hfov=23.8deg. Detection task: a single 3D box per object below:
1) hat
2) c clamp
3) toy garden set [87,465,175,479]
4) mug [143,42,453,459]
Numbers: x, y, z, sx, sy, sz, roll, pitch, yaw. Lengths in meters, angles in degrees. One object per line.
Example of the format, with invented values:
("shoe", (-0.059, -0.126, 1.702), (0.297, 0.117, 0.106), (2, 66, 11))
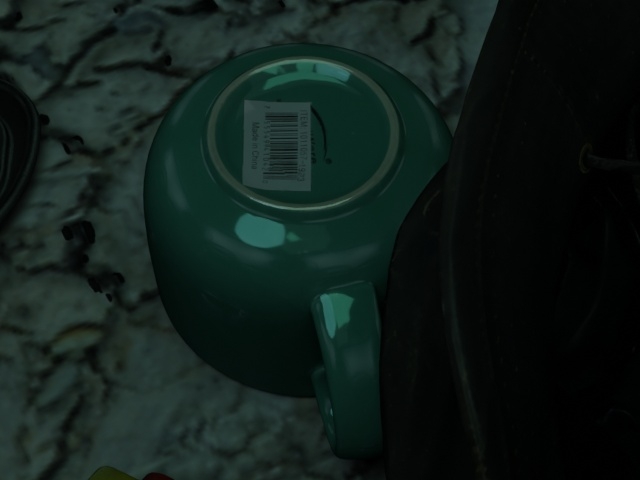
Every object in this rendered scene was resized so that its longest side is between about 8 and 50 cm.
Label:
("hat", (0.097, 0.037, 0.535), (0.134, 0.331, 0.331), (-6, 47, 42))
("c clamp", (-0.201, -0.019, 0.664), (0.160, 0.022, 0.137), (-8, 52, -3))
("toy garden set", (-0.047, 0.170, 0.469), (0.244, 0.049, 0.204), (15, 47, 34))
("mug", (0.003, -0.008, 0.608), (0.157, 0.097, 0.129), (38, 65, 22))
